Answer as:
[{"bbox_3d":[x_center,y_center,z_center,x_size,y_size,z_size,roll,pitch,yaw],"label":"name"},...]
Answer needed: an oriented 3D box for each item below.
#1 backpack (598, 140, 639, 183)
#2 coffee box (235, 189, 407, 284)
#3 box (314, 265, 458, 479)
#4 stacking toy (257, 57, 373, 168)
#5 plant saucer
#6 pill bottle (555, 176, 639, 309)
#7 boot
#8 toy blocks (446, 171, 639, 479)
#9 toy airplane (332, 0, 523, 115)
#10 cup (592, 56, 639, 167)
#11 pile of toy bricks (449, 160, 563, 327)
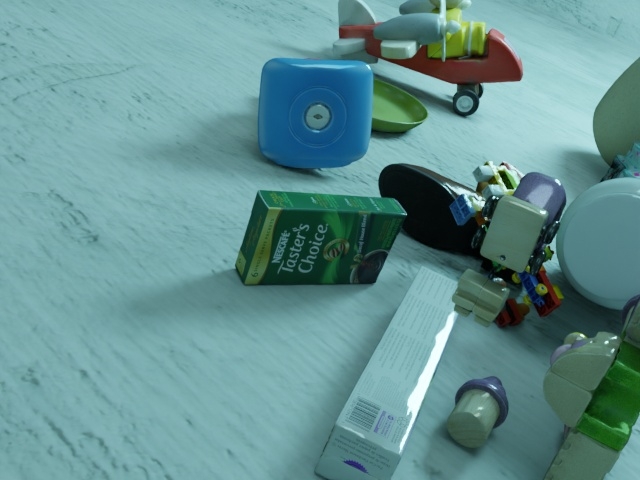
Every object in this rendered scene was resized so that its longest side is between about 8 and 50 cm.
[{"bbox_3d":[0.603,-0.085,1.367,0.166,0.144,0.188,26,32,2],"label":"backpack"},{"bbox_3d":[0.000,0.000,0.897,0.184,0.113,0.040,3,36,-29],"label":"coffee box"},{"bbox_3d":[0.084,0.128,0.774,0.067,0.063,0.324,25,30,8],"label":"box"},{"bbox_3d":[-0.029,-0.236,1.270,0.175,0.165,0.302,0,21,-10],"label":"stacking toy"},{"bbox_3d":[0.092,-0.268,1.484,0.241,0.037,0.241,14,30,-8],"label":"plant saucer"},{"bbox_3d":[0.404,0.003,0.997,0.169,0.169,0.301,32,16,22],"label":"pill bottle"},{"bbox_3d":[0.240,-0.070,1.174,0.264,0.096,0.280,25,29,12],"label":"boot"},{"bbox_3d":[0.303,0.089,0.749,0.309,0.288,0.260,26,33,19],"label":"toy blocks"},{"bbox_3d":[0.218,-0.467,1.658,0.385,0.272,0.386,-2,36,-32],"label":"toy airplane"},{"bbox_3d":[0.710,-0.246,1.561,0.331,0.331,0.237,-4,-8,-35],"label":"cup"},{"bbox_3d":[0.258,0.008,0.987,0.105,0.118,0.212,-2,58,-31],"label":"pile of toy bricks"}]
